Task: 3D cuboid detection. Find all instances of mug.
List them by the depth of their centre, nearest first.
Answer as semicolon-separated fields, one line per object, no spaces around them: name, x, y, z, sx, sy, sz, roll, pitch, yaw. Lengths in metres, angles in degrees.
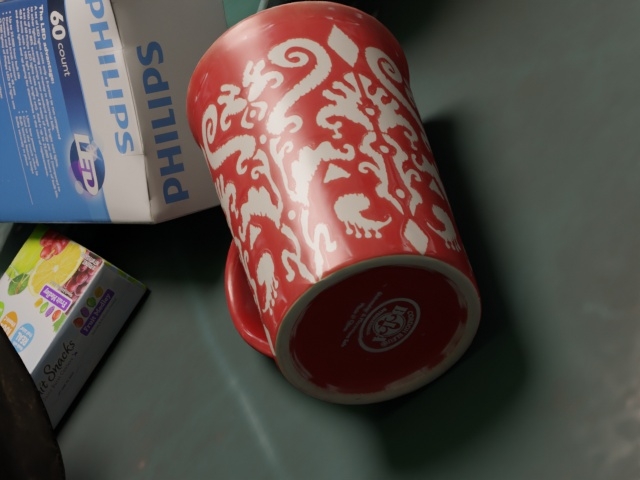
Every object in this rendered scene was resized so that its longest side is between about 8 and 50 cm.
mug;0.009;-0.004;0.735;0.113;0.150;0.169;-12;44;-6

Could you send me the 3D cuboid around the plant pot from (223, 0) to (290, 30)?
plant pot;-0.075;-0.274;0.929;0.293;0.293;0.196;1;34;50

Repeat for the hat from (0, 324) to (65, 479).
hat;-0.210;0.113;0.791;0.331;0.134;0.331;14;112;40

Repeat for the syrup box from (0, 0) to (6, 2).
syrup box;-0.308;-0.095;1.168;0.237;0.096;0.093;-50;36;3

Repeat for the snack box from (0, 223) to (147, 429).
snack box;-0.172;0.066;0.916;0.141;0.037;0.100;-57;33;-6

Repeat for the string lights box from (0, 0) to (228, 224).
string lights box;-0.156;-0.080;0.936;0.260;0.077;0.133;1;104;50
